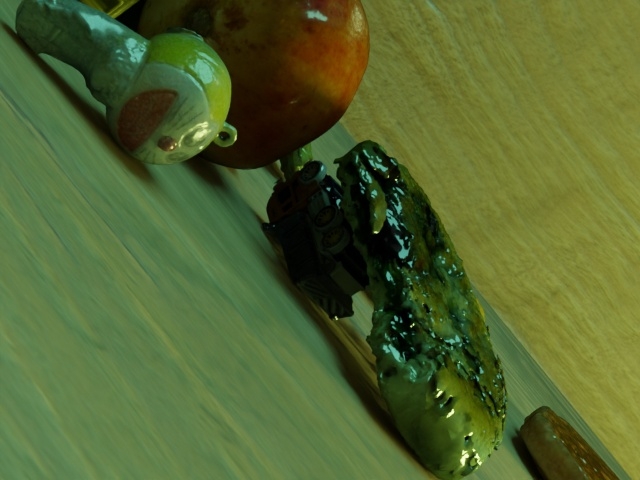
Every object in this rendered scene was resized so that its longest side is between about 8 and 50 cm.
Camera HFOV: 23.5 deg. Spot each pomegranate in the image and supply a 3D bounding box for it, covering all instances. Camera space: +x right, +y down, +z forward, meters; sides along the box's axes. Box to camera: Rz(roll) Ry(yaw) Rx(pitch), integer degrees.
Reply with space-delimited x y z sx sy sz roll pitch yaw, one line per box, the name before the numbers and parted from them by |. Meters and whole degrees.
pomegranate | -0.068 -0.200 1.673 0.229 0.252 0.270 31 0 28

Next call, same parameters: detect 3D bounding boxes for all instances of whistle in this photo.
whistle | -0.167 -0.139 1.340 0.223 0.123 0.123 31 14 -22

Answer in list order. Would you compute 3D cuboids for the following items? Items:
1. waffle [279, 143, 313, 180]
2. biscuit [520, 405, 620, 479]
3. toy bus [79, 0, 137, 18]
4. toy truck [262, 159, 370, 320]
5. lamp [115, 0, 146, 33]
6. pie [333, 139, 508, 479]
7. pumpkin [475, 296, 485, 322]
waffle | -0.071 -0.243 2.165 0.317 0.073 0.297 -119 -169 -47
biscuit | 0.423 0.393 2.321 0.349 0.078 0.455 56 9 22
toy bus | -0.166 -0.400 1.762 0.152 0.330 0.144 51 6 -20
toy truck | 0.000 0.000 1.686 0.083 0.092 0.192 45 17 -36
lamp | -0.181 -0.305 2.014 0.108 0.130 0.371 65 13 1
pie | 0.111 0.078 1.601 0.296 0.078 0.371 40 32 -59
pumpkin | 0.130 0.067 2.060 0.183 0.108 0.119 57 26 -2
